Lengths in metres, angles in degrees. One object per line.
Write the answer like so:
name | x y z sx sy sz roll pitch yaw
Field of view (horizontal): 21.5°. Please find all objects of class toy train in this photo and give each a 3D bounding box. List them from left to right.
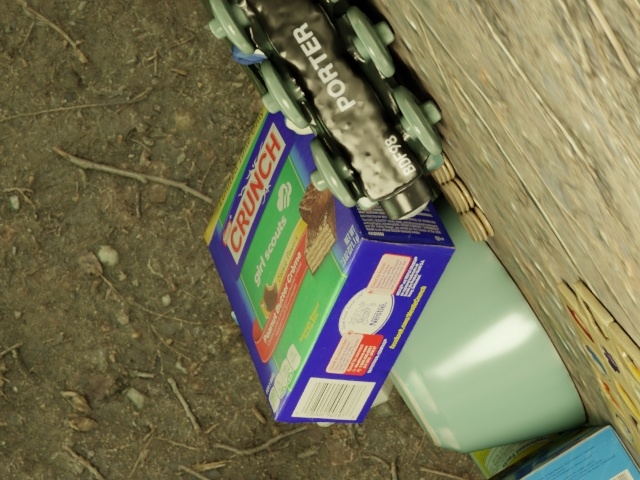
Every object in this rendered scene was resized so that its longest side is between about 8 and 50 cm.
toy train | 0.008 -0.175 1.643 0.334 0.142 0.190 57 -170 -9

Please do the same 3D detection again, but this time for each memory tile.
memory tile | 0.135 -0.063 1.772 0.148 0.012 0.113 59 177 1

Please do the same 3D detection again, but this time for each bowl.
bowl | 0.154 0.120 1.942 0.311 0.163 0.311 59 178 3

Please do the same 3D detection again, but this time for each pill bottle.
pill bottle | 0.269 0.286 2.192 0.208 0.119 0.119 56 177 47

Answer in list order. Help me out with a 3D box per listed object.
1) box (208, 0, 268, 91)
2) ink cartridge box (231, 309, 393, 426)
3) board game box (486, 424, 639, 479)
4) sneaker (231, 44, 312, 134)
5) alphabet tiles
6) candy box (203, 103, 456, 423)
box | -0.112 -0.347 2.397 0.257 0.079 0.322 53 174 48
ink cartridge box | 0.026 0.076 2.413 0.223 0.129 0.307 52 -147 -19
board game box | 0.196 0.321 1.879 0.086 0.308 0.302 59 177 6
sneaker | -0.051 -0.252 1.773 0.296 0.131 0.112 59 179 2
alphabet tiles | 0.310 0.189 1.477 0.285 0.011 0.342 56 177 46
candy box | 0.000 0.000 1.876 0.268 0.122 0.317 -65 31 33
